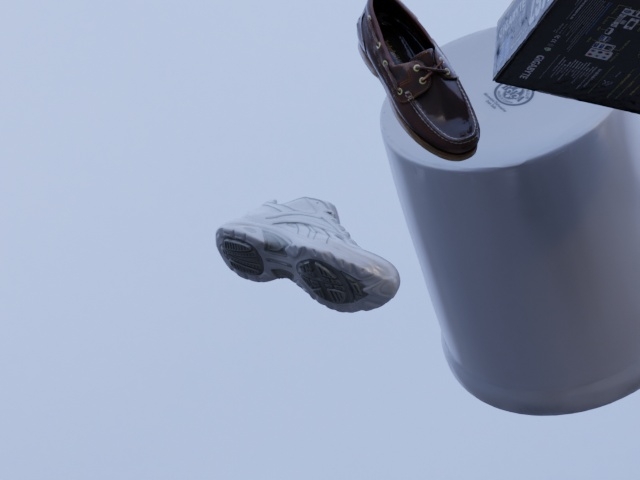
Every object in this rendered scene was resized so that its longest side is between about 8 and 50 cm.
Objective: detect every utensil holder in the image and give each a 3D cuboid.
[{"bbox_3d":[0.269,-0.032,2.069,0.327,0.328,0.385,-7,-52,17],"label":"utensil holder"}]

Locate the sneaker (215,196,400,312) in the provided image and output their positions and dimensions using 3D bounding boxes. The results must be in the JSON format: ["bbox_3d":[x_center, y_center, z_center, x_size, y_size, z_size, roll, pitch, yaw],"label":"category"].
[{"bbox_3d":[0.000,0.000,1.827,0.232,0.115,0.090,20,-40,32],"label":"sneaker"}]

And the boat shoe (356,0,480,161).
[{"bbox_3d":[0.100,-0.174,1.747,0.073,0.207,0.073,-23,-30,-25],"label":"boat shoe"}]

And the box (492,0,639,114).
[{"bbox_3d":[0.335,-0.220,1.592,0.257,0.079,0.322,10,-21,-10],"label":"box"}]
